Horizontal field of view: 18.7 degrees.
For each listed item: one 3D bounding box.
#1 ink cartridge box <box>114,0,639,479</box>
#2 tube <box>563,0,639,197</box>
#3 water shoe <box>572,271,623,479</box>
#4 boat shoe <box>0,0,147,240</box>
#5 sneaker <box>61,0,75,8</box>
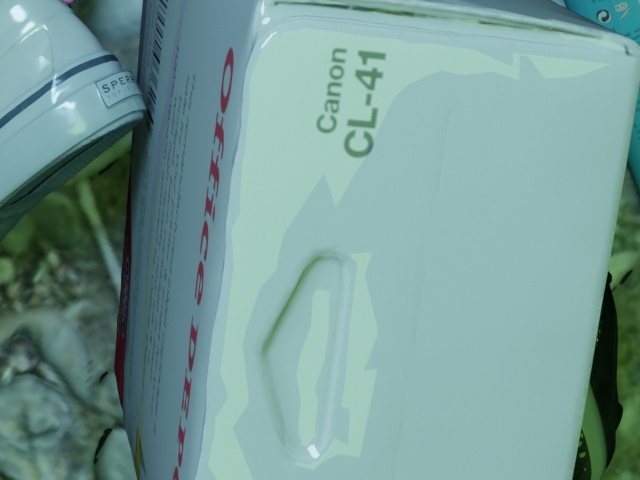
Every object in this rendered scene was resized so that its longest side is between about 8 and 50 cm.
[{"bbox_3d":[0.000,0.000,0.742,0.131,0.306,0.226,4,105,-13],"label":"ink cartridge box"},{"bbox_3d":[0.160,-0.072,0.895,0.080,0.052,0.207,-27,114,2],"label":"tube"},{"bbox_3d":[0.095,0.018,0.893,0.073,0.080,0.203,0,111,25],"label":"water shoe"},{"bbox_3d":[-0.168,-0.025,0.807,0.226,0.083,0.076,-34,86,23],"label":"boat shoe"},{"bbox_3d":[-0.110,-0.144,0.822,0.057,0.047,0.119,31,96,-6],"label":"sneaker"}]
